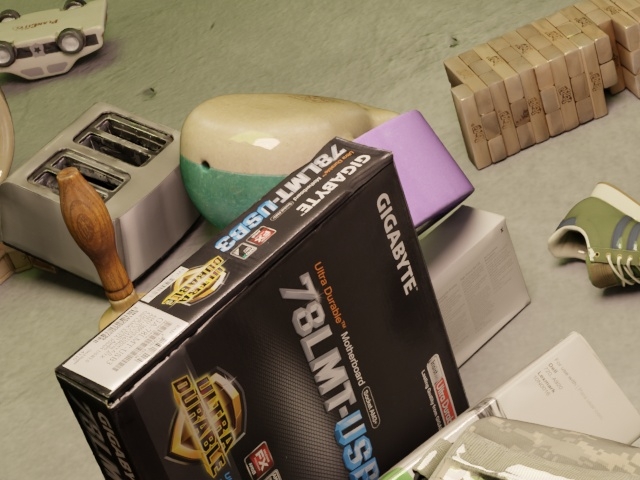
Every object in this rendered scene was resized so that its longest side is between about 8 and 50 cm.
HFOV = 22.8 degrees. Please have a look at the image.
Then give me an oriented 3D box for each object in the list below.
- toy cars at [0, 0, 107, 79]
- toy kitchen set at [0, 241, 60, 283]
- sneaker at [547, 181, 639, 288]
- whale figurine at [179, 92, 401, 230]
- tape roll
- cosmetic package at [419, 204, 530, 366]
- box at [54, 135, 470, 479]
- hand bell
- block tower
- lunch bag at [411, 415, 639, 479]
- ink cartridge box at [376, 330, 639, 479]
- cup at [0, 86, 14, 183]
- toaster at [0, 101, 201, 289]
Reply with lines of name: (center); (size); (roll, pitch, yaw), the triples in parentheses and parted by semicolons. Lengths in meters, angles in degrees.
toy cars: (-0.442, -0.202, 2.065); (0.393, 0.087, 0.176); (-35, 41, -27)
toy kitchen set: (-0.338, 0.018, 1.705); (0.075, 0.068, 0.083); (14, 47, 41)
sneaker: (0.276, 0.018, 1.394); (0.086, 0.064, 0.192); (-38, 36, -12)
whale figurine: (-0.021, -0.077, 1.636); (0.216, 0.141, 0.272); (17, 21, 39)
tape roll: (0.000, 0.000, 1.397); (0.275, 0.090, 0.275); (-35, -3, -2)
cosmetic package: (0.076, 0.077, 1.376); (0.239, 0.099, 0.060); (-39, 38, -27)
box: (-0.025, 0.123, 1.187); (0.293, 0.295, 0.073); (-39, 40, -27)
hand bell: (-0.185, 0.037, 1.441); (0.126, 0.242, 0.126); (-13, 35, 9)
block tower: (0.290, -0.193, 1.654); (0.335, 0.091, 0.097); (-24, 33, -6)
lunch bag: (0.217, 0.232, 0.940); (0.305, 0.256, 0.212); (6, 42, 35)
ink cartridge box: (0.111, 0.178, 1.151); (0.219, 0.092, 0.160); (-34, -8, -20)
cup: (-0.463, -0.113, 1.701); (0.237, 0.331, 0.331); (10, 43, 45)
toaster: (-0.224, -0.042, 1.662); (0.185, 0.110, 0.168); (23, 48, 24)
